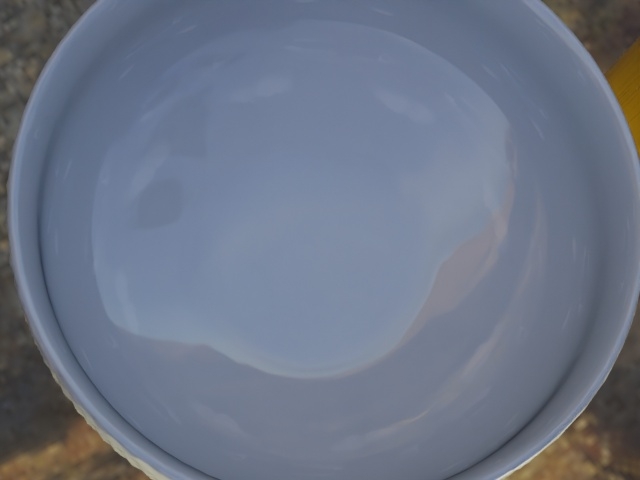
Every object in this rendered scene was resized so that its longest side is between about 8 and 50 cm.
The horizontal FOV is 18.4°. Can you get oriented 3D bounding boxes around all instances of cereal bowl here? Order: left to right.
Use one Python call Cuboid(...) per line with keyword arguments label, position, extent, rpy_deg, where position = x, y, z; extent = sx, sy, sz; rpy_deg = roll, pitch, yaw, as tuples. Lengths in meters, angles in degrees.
Cuboid(label="cereal bowl", position=(0.000, 0.000, 1.095), extent=(0.339, 0.339, 0.141), rpy_deg=(-26, 167, -12))

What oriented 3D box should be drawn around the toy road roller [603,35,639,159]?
Cuboid(label="toy road roller", position=(0.277, -0.005, 1.187), extent=(0.240, 0.330, 0.202), rpy_deg=(25, 134, -15))
